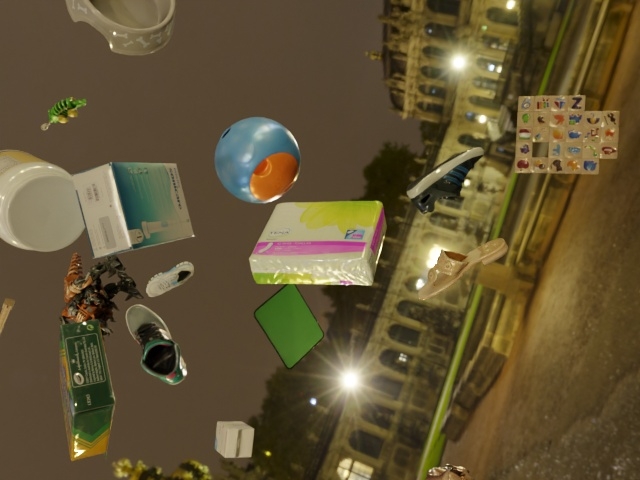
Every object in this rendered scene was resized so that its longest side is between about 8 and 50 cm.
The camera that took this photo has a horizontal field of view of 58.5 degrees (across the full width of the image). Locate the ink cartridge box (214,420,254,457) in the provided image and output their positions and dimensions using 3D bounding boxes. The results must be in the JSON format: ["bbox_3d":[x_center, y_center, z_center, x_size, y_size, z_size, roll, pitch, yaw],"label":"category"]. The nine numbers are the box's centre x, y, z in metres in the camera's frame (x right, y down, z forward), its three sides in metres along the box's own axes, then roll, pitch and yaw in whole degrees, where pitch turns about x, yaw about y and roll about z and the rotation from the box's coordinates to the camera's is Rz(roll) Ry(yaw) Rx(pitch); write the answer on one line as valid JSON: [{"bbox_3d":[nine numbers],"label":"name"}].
[{"bbox_3d":[-0.277,0.645,1.849,0.143,0.090,0.092,-11,72,63],"label":"ink cartridge box"}]

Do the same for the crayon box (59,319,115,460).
[{"bbox_3d":[-0.525,0.348,1.270,0.083,0.203,0.323,-7,-35,-28],"label":"crayon box"}]

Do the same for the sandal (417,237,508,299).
[{"bbox_3d":[0.317,0.044,1.351,0.079,0.240,0.088,55,-167,-16],"label":"sandal"}]

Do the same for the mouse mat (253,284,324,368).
[{"bbox_3d":[-0.079,0.221,1.501,0.153,0.007,0.189,-39,-72,-34],"label":"mouse mat"}]

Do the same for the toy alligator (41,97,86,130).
[{"bbox_3d":[-0.792,-0.387,1.724,0.051,0.190,0.056,33,-141,-60],"label":"toy alligator"}]

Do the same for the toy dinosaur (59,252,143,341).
[{"bbox_3d":[-0.646,0.142,1.613,0.218,0.321,0.164,-31,-16,-13],"label":"toy dinosaur"}]

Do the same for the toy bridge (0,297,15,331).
[{"bbox_3d":[-0.877,0.249,1.543,0.188,0.026,0.063,-59,28,13],"label":"toy bridge"}]

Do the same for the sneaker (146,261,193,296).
[{"bbox_3d":[-0.539,0.144,2.050,0.191,0.083,0.071,-34,-66,-12],"label":"sneaker"}]

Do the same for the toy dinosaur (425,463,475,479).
[{"bbox_3d":[0.359,0.693,1.620,0.127,0.200,0.295,-42,-52,0],"label":"toy dinosaur"}]

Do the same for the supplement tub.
[{"bbox_3d":[-0.802,-0.110,1.563,0.241,0.331,0.240,-19,-62,-41],"label":"supplement tub"}]

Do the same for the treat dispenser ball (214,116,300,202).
[{"bbox_3d":[-0.211,-0.270,1.927,0.288,0.288,0.288,18,-90,-76],"label":"treat dispenser ball"}]

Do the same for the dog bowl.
[{"bbox_3d":[-0.631,-0.778,1.843,0.102,0.349,0.348,-30,28,55],"label":"dog bowl"}]

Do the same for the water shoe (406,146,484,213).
[{"bbox_3d":[0.274,-0.126,1.219,0.203,0.080,0.073,-32,6,-15],"label":"water shoe"}]

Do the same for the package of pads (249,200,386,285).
[{"bbox_3d":[0.000,0.000,1.381,0.229,0.297,0.101,-69,-28,-47],"label":"package of pads"}]

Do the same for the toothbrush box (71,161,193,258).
[{"bbox_3d":[-0.478,-0.087,1.498,0.295,0.126,0.216,-24,-79,-71],"label":"toothbrush box"}]

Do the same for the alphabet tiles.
[{"bbox_3d":[0.616,-0.266,1.433,0.009,0.237,0.198,10,-96,-74],"label":"alphabet tiles"}]

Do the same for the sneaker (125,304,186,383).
[{"bbox_3d":[-0.529,0.322,1.800,0.124,0.295,0.178,-34,-7,-17],"label":"sneaker"}]
